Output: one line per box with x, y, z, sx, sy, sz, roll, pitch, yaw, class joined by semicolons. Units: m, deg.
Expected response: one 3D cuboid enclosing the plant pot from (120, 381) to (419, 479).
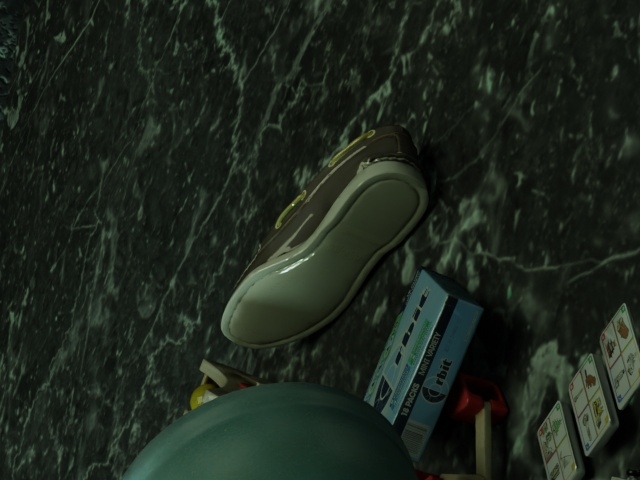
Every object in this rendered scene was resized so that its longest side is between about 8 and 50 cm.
-0.022;0.293;1.452;0.293;0.293;0.196;-64;28;16;plant pot

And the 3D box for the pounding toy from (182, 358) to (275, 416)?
-0.093;0.239;1.885;0.269;0.154;0.155;31;102;63;pounding toy

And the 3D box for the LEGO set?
0.253;0.200;1.393;0.244;0.060;0.182;-98;24;-44;LEGO set

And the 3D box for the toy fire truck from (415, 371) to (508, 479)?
0.126;0.234;1.586;0.135;0.047;0.192;-50;34;38;toy fire truck

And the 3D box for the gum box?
0.095;0.115;1.660;0.184;0.041;0.157;-129;61;-81;gum box

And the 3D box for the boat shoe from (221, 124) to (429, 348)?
0.000;0.000;1.906;0.324;0.116;0.097;-47;31;34;boat shoe
